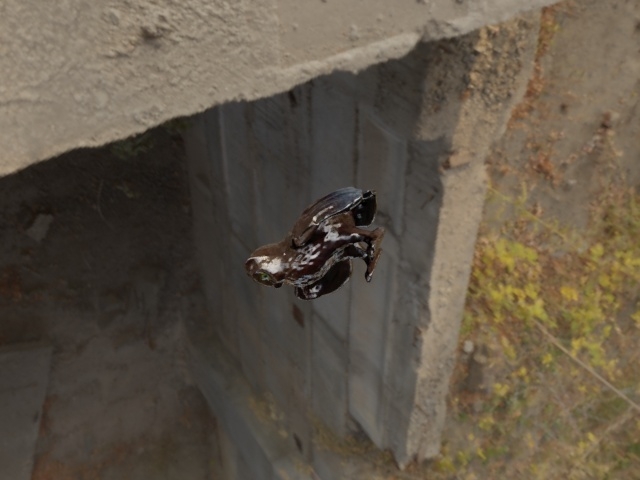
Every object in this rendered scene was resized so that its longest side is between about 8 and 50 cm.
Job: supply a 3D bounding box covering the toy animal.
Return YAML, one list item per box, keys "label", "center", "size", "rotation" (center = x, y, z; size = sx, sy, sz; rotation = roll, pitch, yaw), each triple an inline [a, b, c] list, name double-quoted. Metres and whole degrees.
- label: "toy animal"
  center: [-0.008, 0.003, 0.960]
  size: [0.179, 0.116, 0.218]
  rotation: [-5, 151, -2]
